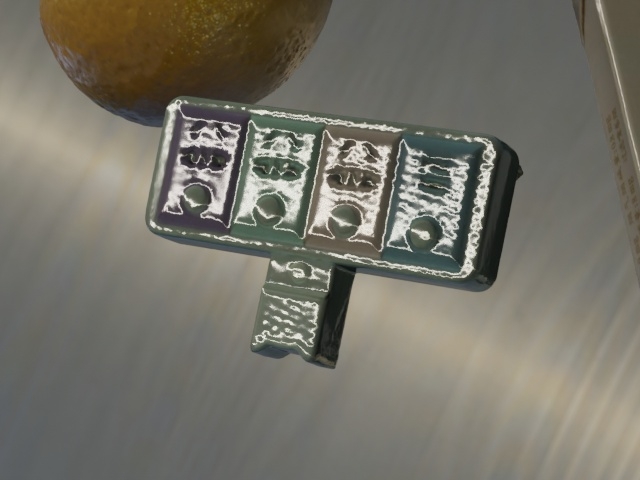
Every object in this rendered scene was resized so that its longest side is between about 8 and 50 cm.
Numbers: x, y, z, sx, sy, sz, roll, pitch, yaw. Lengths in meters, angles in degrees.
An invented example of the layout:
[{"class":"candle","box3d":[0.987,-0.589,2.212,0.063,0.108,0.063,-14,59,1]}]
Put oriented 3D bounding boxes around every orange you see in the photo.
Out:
[{"class":"orange","box3d":[-0.101,-0.200,1.535,0.236,0.236,0.236,-47,28,34]}]

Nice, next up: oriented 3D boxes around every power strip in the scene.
[{"class":"power strip","box3d":[0.000,0.000,1.155,0.216,0.061,0.145,10,83,26]}]

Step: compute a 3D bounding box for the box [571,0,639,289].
[{"class":"box","box3d":[0.308,-0.069,1.446,0.051,0.205,0.365,123,140,-65]}]
